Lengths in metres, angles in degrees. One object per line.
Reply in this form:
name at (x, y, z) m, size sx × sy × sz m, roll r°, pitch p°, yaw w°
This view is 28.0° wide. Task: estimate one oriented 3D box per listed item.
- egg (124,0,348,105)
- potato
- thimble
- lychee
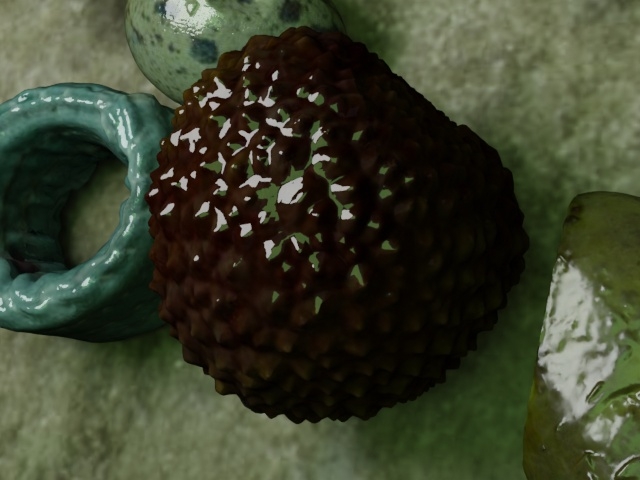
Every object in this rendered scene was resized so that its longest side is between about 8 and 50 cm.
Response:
egg at (-0.064, -0.161, 0.995) m, size 0.182 × 0.141 × 0.141 m, roll 21°, pitch 91°, yaw 10°
potato at (0.213, 0.109, 0.832) m, size 0.176 × 0.141 × 0.298 m, roll -14°, pitch 69°, yaw 8°
thimble at (-0.183, -0.027, 1.026) m, size 0.235 × 0.143 × 0.198 m, roll -35°, pitch 70°, yaw 13°
lychee at (0.000, 0.000, 0.880) m, size 0.267 × 0.267 × 0.267 m, roll -4°, pitch 80°, yaw 24°
